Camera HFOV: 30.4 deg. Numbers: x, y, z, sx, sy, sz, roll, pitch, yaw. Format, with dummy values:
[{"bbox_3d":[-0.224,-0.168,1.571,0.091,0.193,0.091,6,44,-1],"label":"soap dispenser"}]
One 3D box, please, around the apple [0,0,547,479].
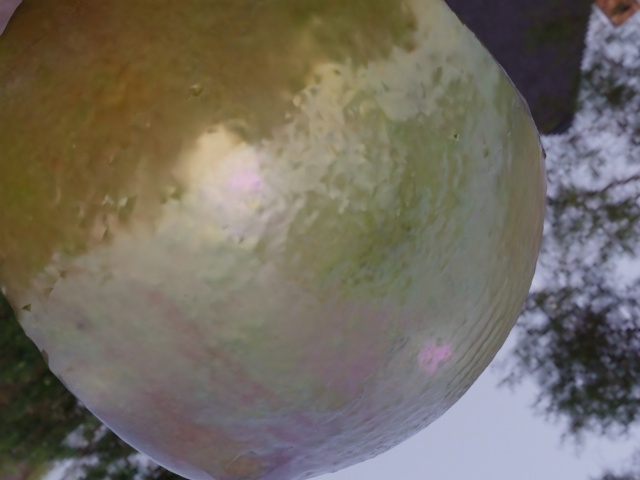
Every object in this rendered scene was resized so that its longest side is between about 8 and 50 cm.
[{"bbox_3d":[0.000,0.000,0.439,0.120,0.265,0.193,5,-119,43],"label":"apple"}]
